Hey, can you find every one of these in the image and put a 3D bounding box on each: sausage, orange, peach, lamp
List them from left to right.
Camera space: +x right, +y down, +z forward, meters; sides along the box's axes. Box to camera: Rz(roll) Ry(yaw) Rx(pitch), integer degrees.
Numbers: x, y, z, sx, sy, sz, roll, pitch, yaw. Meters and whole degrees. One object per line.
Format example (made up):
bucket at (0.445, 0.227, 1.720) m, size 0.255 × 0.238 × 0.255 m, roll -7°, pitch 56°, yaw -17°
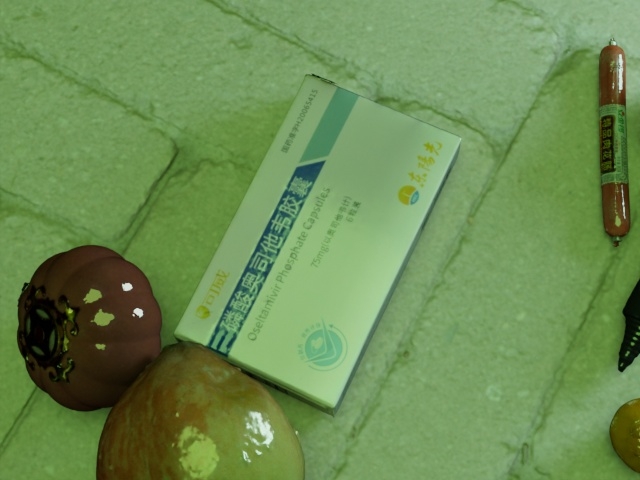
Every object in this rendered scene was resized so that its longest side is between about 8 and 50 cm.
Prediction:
lamp at (-0.243, 0.094, 1.393) m, size 0.182 × 0.140 × 0.182 m, roll 6°, pitch 99°, yaw 43°
peach at (-0.124, 0.215, 1.316) m, size 0.233 × 0.232 × 0.232 m, roll -1°, pitch 73°, yaw 4°
sausage at (0.336, -0.114, 1.472) m, size 0.034 × 0.034 × 0.253 m, roll 0°, pitch 73°, yaw 4°
orange at (0.346, 0.205, 1.355) m, size 0.083 × 0.070 × 0.083 m, roll -1°, pitch 78°, yaw 5°

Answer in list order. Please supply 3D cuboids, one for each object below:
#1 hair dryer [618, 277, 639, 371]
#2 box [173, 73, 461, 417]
hair dryer at (0.393, -0.021, 1.414) m, size 0.189 × 0.107 × 0.352 m, roll 29°, pitch 83°, yaw 15°
box at (0.000, 0.000, 1.445) m, size 0.200 × 0.065 × 0.343 m, roll 24°, pitch 76°, yaw 11°
